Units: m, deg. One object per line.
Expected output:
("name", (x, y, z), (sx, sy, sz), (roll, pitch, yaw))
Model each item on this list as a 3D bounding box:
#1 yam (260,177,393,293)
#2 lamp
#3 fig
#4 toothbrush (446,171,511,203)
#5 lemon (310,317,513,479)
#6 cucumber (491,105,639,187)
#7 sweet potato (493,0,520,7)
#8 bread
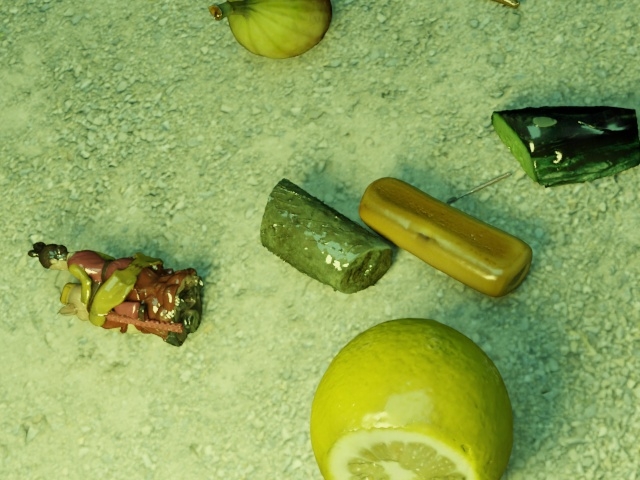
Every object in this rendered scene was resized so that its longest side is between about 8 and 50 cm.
("yam", (0.000, 0.000, 1.757), (0.183, 0.107, 0.107), (31, 75, 22))
("lamp", (-0.283, 0.071, 1.788), (0.253, 0.118, 0.118), (9, 67, 17))
("fig", (-0.082, -0.317, 1.888), (0.160, 0.143, 0.230), (20, 43, 17))
("toothbrush", (0.215, -0.072, 1.788), (0.097, 0.008, 0.006), (-25, 75, 1))
("lemon", (0.111, 0.201, 1.561), (0.240, 0.240, 0.219), (0, 41, 14))
("cucumber", (0.328, -0.139, 1.757), (0.193, 0.085, 0.115), (-3, 62, 5))
("sweet potato", (0.240, -0.362, 1.914), (0.115, 0.026, 0.026), (20, 71, 25))
("bread", (0.160, -0.003, 1.730), (0.239, 0.074, 0.092), (30, 54, 25))
